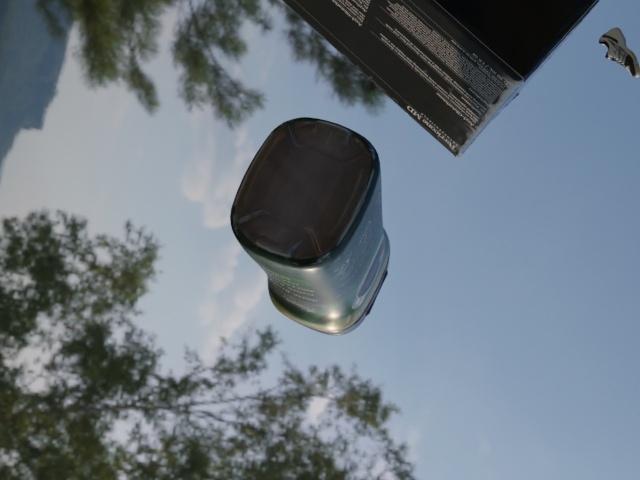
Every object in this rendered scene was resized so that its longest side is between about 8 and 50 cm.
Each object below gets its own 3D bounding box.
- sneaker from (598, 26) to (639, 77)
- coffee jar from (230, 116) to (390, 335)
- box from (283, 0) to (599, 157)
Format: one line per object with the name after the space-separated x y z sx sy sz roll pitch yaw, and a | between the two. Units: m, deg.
0.439 -0.270 1.326 0.083 0.037 0.032 65 8 16 | sneaker
0.000 0.000 0.609 0.096 0.079 0.184 -64 165 -16 | coffee jar
0.070 -0.213 0.746 0.103 0.261 0.184 -46 176 -16 | box
